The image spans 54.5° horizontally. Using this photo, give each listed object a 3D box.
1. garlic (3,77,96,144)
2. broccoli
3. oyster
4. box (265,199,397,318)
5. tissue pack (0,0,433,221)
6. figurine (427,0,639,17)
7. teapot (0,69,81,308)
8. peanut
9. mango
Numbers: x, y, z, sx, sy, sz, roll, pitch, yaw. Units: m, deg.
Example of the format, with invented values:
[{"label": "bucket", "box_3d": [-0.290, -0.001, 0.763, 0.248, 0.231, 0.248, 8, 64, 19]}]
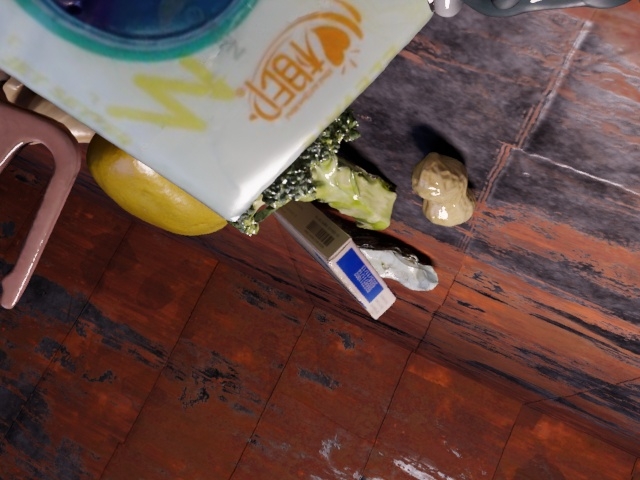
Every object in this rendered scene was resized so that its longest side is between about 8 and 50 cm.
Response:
[{"label": "garlic", "box_3d": [-0.497, -0.257, 1.167, 0.286, 0.249, 0.313, 50, -164, 7]}, {"label": "broccoli", "box_3d": [-0.022, -0.104, 1.002, 0.252, 0.221, 0.361, -11, 157, 15]}, {"label": "oyster", "box_3d": [0.137, 0.043, 1.405, 0.252, 0.087, 0.199, 11, 153, 34]}, {"label": "box", "box_3d": [0.000, 0.000, 1.256, 0.200, 0.065, 0.343, 51, 175, -40]}, {"label": "tissue pack", "box_3d": [-0.133, -0.229, 0.476, 0.388, 0.287, 0.162, 35, -160, -31]}, {"label": "figurine", "box_3d": [0.185, -0.190, 0.360, 0.265, 0.140, 0.193, -4, 136, 20]}, {"label": "teapot", "box_3d": [-0.477, -0.073, 0.664, 0.376, 0.361, 0.305, 22, -173, -16]}, {"label": "peanut", "box_3d": [0.179, -0.073, 0.906, 0.082, 0.082, 0.187, 20, 166, 27]}, {"label": "mango", "box_3d": [-0.256, -0.097, 1.002, 0.195, 0.142, 0.332, 8, 167, 27]}]
